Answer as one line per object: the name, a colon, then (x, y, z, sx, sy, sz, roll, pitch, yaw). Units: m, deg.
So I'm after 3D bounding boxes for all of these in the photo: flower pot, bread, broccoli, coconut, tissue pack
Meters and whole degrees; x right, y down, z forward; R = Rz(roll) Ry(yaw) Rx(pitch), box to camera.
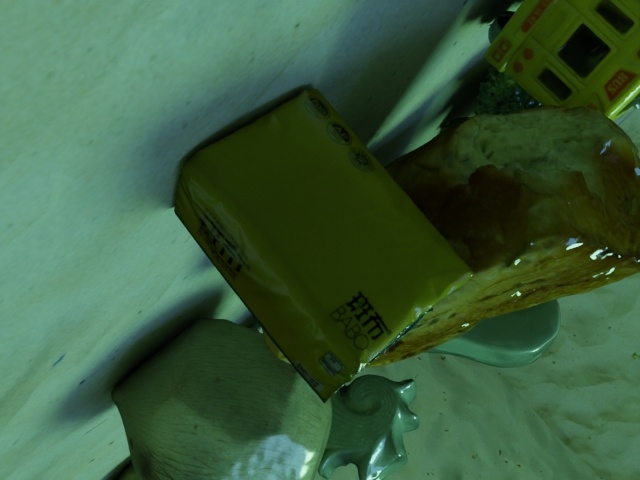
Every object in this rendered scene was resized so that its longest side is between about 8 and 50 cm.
flower pot: (0.098, 0.126, 1.032, 0.367, 0.254, 0.164, -38, 159, -4)
bread: (0.098, 0.002, 0.677, 0.195, 0.148, 0.344, 9, 153, -44)
broccoli: (0.228, -0.106, 0.886, 0.226, 0.198, 0.176, 0, -177, -30)
coconut: (-0.103, 0.184, 0.811, 0.224, 0.224, 0.224, -39, 168, -10)
tissue pack: (0.000, 0.000, 0.527, 0.120, 0.169, 0.082, -35, 172, -30)

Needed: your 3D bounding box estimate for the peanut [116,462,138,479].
peanut: (-0.258, 0.438, 1.328, 0.174, 0.158, 0.340, -20, 164, 0)

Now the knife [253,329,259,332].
knife: (-0.142, 0.150, 0.994, 0.207, 0.014, 0.030, -27, 163, -49)

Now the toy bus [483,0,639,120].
toy bus: (0.296, -0.218, 0.724, 0.330, 0.152, 0.144, -31, 163, -41)
